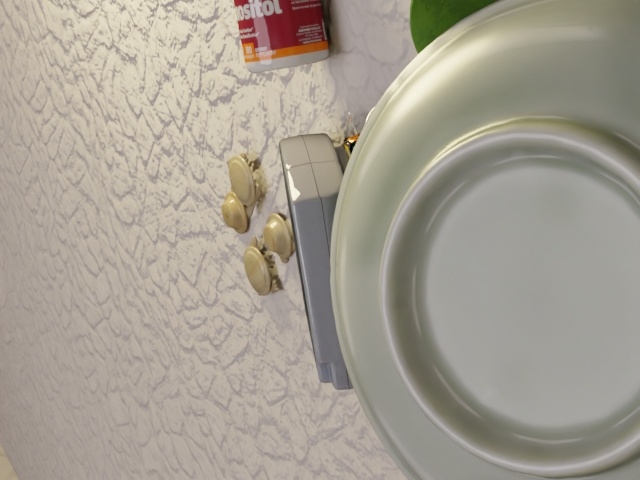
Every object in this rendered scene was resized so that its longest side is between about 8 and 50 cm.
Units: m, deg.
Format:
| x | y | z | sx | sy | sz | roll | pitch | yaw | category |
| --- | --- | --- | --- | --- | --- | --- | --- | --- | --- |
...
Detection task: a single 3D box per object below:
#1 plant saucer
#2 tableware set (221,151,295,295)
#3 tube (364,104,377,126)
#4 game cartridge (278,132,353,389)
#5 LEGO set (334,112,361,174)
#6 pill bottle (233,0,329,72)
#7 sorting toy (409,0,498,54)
| x | y | z | sx | sy | sz | roll | pitch | yaw | category |
| --- | --- | --- | --- | --- | --- | --- | --- | --- | --- |
| 0.150 | 0.033 | 0.685 | 0.400 | 0.100 | 0.400 | 3 | 96 | 35 | plant saucer |
| -0.081 | -0.018 | 1.326 | 0.168 | 0.020 | 0.141 | 63 | 152 | 16 | tableware set |
| 0.089 | -0.041 | 0.915 | 0.080 | 0.052 | 0.207 | 57 | 180 | 36 | tube |
| 0.000 | 0.000 | 1.036 | 0.297 | 0.062 | 0.198 | -107 | 12 | -76 | game cartridge |
| 0.036 | -0.013 | 0.994 | 0.244 | 0.060 | 0.182 | 98 | 151 | -79 | LEGO set |
| -0.045 | -0.246 | 1.071 | 0.086 | 0.086 | 0.152 | 8 | 111 | 60 | pill bottle |
| 0.123 | -0.208 | 0.812 | 0.126 | 0.127 | 0.365 | -96 | 3 | -63 | sorting toy |
